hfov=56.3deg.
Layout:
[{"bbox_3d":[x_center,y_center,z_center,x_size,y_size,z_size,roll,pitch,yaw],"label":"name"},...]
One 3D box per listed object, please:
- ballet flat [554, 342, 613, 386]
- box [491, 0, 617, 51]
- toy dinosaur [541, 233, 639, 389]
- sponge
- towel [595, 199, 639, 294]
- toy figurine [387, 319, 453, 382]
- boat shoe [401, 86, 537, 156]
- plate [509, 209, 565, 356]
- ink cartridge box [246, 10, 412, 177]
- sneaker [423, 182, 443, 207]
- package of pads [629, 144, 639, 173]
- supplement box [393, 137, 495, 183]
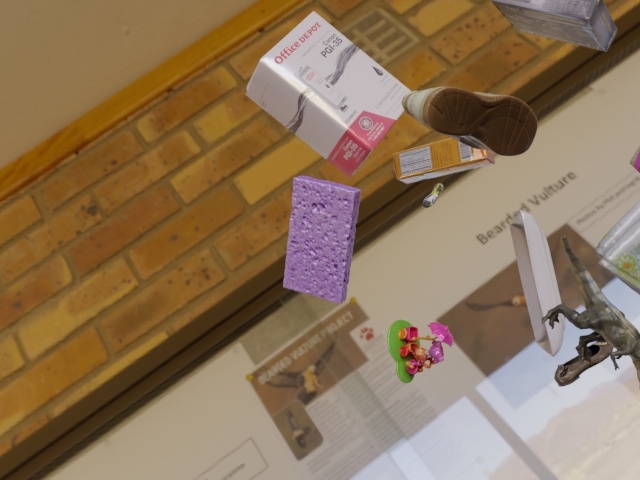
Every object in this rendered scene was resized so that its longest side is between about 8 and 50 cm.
[{"bbox_3d":[0.791,0.357,1.803,0.250,0.058,0.084,-26,-5,-24],"label":"ballet flat"},{"bbox_3d":[0.520,-0.502,1.330,0.183,0.231,0.056,11,-75,-53],"label":"box"},{"bbox_3d":[0.428,0.129,0.942,0.064,0.268,0.118,-15,-23,-38],"label":"toy dinosaur"},{"bbox_3d":[0.000,0.000,1.036,0.031,0.117,0.210,-31,-47,-58],"label":"sponge"},{"bbox_3d":[0.814,-0.013,1.260,0.320,0.090,0.374,31,-70,-19],"label":"towel"},{"bbox_3d":[0.278,0.283,1.583,0.130,0.173,0.159,17,-26,-36],"label":"toy figurine"},{"bbox_3d":[0.276,-0.222,1.072,0.285,0.089,0.105,10,-76,-34],"label":"boat shoe"},{"bbox_3d":[0.444,0.083,1.221,0.045,0.277,0.278,-13,-7,12],"label":"plate"},{"bbox_3d":[0.021,-0.301,1.233,0.207,0.283,0.117,-53,2,-32],"label":"ink cartridge box"},{"bbox_3d":[0.330,-0.128,1.734,0.083,0.031,0.035,-52,-15,14],"label":"sneaker"},{"bbox_3d":[0.931,-0.233,1.482,0.101,0.229,0.296,-9,-41,-14],"label":"package of pads"},{"bbox_3d":[0.301,-0.202,1.470,0.233,0.080,0.078,-9,-10,30],"label":"supplement box"}]
